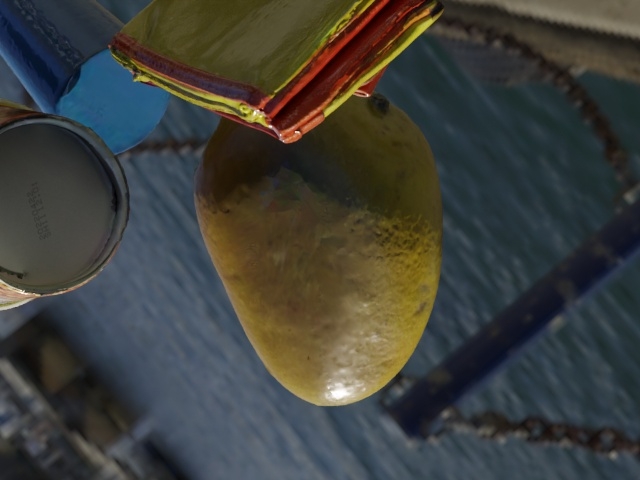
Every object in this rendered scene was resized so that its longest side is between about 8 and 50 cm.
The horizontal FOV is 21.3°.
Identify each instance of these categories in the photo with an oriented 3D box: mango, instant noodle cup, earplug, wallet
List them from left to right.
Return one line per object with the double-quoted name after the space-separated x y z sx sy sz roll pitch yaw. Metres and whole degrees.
-0.284 -0.033 1.572 0.213 0.213 0.174 56 157 -18 "instant noodle cup"
-0.280 -0.214 1.800 0.273 0.132 0.132 45 166 40 "earplug"
-0.035 -0.133 1.077 0.067 0.141 0.241 51 168 -30 "wallet"
0.000 0.000 1.743 0.182 0.252 0.365 -47 -45 -70 "mango"
